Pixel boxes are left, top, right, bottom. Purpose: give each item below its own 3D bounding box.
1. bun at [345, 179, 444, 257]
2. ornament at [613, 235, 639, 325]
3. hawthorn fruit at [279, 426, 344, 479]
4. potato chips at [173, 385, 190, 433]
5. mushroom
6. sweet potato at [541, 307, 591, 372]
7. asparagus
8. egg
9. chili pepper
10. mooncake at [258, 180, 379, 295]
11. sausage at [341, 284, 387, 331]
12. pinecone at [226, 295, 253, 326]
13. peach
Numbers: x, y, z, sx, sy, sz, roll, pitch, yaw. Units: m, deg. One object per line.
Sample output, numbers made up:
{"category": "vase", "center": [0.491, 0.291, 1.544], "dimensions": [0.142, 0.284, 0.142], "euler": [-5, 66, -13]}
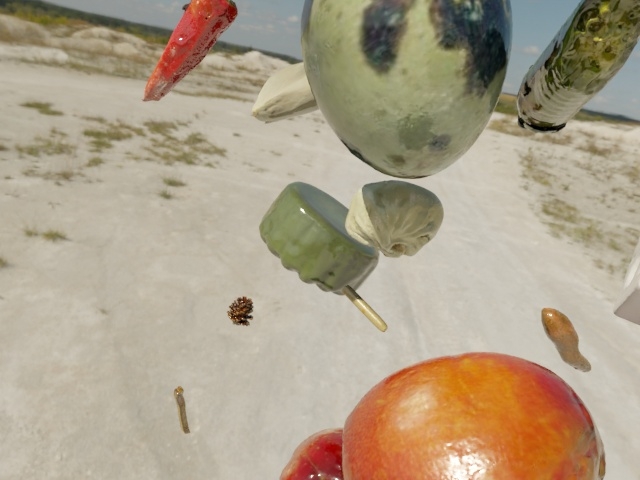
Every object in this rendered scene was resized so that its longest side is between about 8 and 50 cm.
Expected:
{"category": "bun", "center": [0.168, -0.034, 1.152], "dimensions": [0.231, 0.231, 0.133], "euler": [8, 56, -11]}
{"category": "ornament", "center": [0.423, -0.029, 0.390], "dimensions": [0.240, 0.239, 0.239], "euler": [24, -20, 23]}
{"category": "hawthorn fruit", "center": [0.030, 0.600, 1.216], "dimensions": [0.285, 0.284, 0.369], "euler": [20, -16, 23]}
{"category": "potato chips", "center": [-0.362, 0.442, 1.308], "dimensions": [0.026, 0.204, 0.037], "euler": [-21, 46, -30]}
{"category": "mushroom", "center": [0.004, -0.445, 1.410], "dimensions": [0.408, 0.137, 0.154], "euler": [-12, 36, 19]}
{"category": "sweet potato", "center": [0.465, 0.199, 0.932], "dimensions": [0.214, 0.050, 0.050], "euler": [49, 1, -28]}
{"category": "asparagus", "center": [0.379, -0.259, 0.745], "dimensions": [0.108, 0.128, 0.382], "euler": [22, 1, 10]}
{"category": "egg", "center": [0.140, -0.314, 0.846], "dimensions": [0.345, 0.427, 0.345], "euler": [-3, 20, 1]}
{"category": "chili pepper", "center": [-0.178, -0.275, 0.685], "dimensions": [0.059, 0.268, 0.050], "euler": [28, 36, -36]}
{"category": "mooncake", "center": [0.000, 0.000, 1.462], "dimensions": [0.356, 0.194, 0.356], "euler": [34, 19, -14]}
{"category": "sausage", "center": [0.097, 0.148, 1.092], "dimensions": [0.132, 0.024, 0.024], "euler": [45, 31, 20]}
{"category": "pinecone", "center": [-0.279, 0.251, 1.764], "dimensions": [0.102, 0.109, 0.102], "euler": [14, 35, -10]}
{"category": "peach", "center": [0.214, 0.313, 0.725], "dimensions": [0.373, 0.372, 0.289], "euler": [1, 64, -28]}
